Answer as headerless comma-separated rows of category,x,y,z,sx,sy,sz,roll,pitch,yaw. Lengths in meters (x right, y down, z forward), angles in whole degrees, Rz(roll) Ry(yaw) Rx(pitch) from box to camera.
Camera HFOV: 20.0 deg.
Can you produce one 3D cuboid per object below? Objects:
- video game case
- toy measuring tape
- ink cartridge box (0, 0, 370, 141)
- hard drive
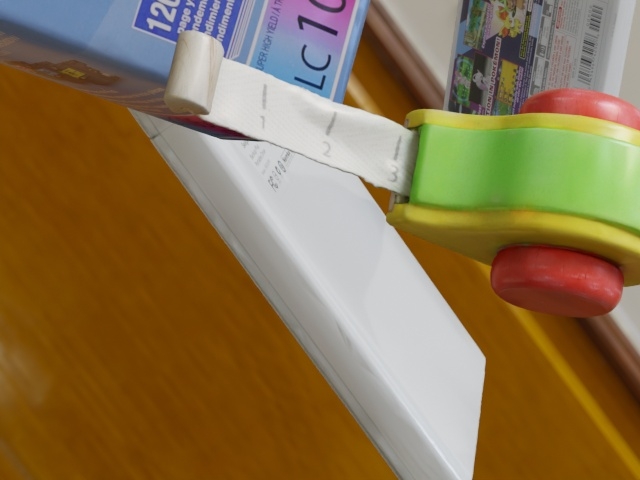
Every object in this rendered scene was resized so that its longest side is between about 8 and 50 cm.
video game case,0.163,-0.118,1.417,0.023,0.201,0.183,-7,24,-34
toy measuring tape,0.083,-0.038,0.905,0.121,0.330,0.121,-28,52,43
ink cartridge box,-0.155,-0.233,0.964,0.151,0.395,0.270,2,76,61
hard drive,0.000,0.000,1.306,0.047,0.353,0.233,-32,13,18
